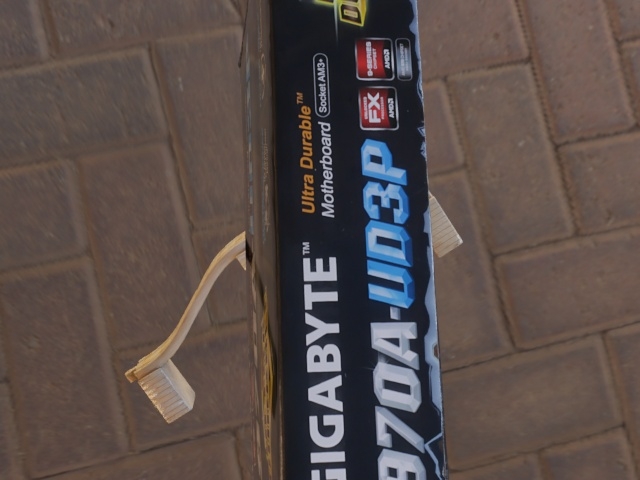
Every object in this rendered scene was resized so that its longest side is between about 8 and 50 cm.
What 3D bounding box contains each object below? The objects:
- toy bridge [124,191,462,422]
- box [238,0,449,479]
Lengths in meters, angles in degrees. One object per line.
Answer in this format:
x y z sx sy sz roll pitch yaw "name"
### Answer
-0.023 0.024 0.560 0.188 0.026 0.063 -32 103 7 "toy bridge"
0.000 0.000 0.403 0.051 0.175 0.220 -1 77 -7 "box"
